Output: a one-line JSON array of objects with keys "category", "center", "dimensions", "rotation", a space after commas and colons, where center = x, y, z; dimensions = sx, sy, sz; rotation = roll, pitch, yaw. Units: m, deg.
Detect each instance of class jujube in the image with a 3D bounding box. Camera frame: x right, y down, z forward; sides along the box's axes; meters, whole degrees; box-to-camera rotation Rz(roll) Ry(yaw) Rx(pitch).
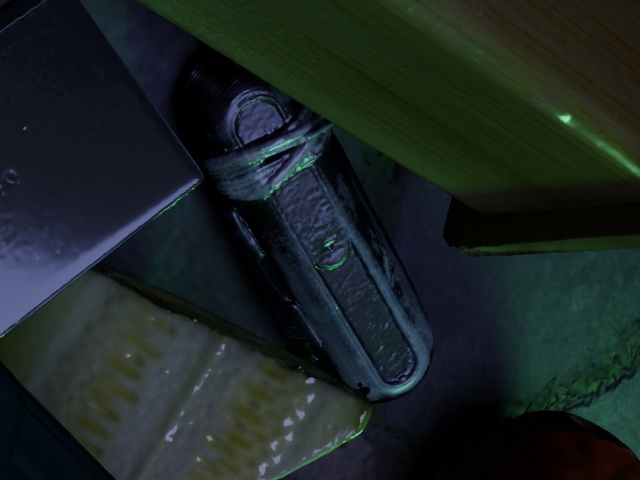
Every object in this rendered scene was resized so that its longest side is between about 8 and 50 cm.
[{"category": "jujube", "center": [0.137, 0.240, 0.964], "dimensions": [0.174, 0.174, 0.250], "rotation": [18, 91, -42]}]

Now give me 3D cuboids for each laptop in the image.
[{"category": "laptop", "center": [-0.160, -0.028, 0.677], "dimensions": [0.180, 0.016, 0.129], "rotation": [-39, 104, -17]}]

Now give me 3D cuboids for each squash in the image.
[{"category": "squash", "center": [-0.126, 0.163, 0.749], "dimensions": [0.203, 0.111, 0.288], "rotation": [26, 88, -1]}]

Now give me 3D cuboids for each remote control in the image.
[{"category": "remote control", "center": [0.000, 0.000, 0.812], "dimensions": [0.090, 0.066, 0.265], "rotation": [-43, 131, -20]}]

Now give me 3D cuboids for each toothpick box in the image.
[{"category": "toothpick box", "center": [0.063, -0.134, 0.705], "dimensions": [0.308, 0.187, 0.190], "rotation": [29, 70, -37]}]

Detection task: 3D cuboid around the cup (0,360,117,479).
[{"category": "cup", "center": [-0.172, 0.142, 0.534], "dimensions": [0.292, 0.308, 0.242], "rotation": [50, 43, -21]}]
